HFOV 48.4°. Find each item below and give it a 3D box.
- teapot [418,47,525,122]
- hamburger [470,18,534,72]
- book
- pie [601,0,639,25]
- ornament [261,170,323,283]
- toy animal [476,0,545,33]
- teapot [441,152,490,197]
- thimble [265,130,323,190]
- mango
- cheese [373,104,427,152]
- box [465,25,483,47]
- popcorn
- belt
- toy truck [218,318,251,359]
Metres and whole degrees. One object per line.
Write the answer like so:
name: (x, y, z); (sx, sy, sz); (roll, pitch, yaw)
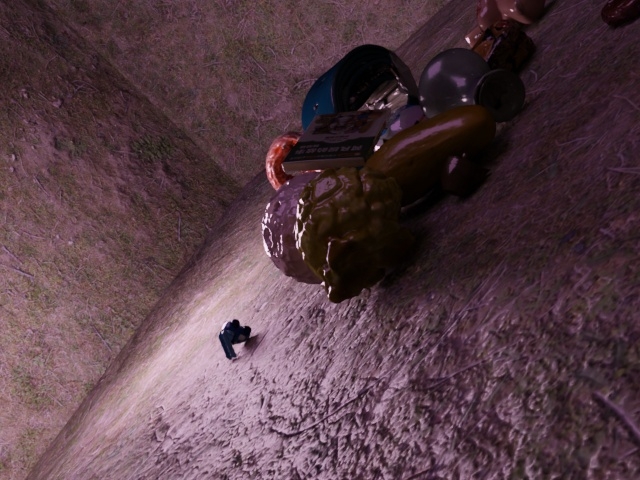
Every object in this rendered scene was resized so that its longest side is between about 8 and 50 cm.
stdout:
teapot: (0.329, -0.323, 1.546); (0.183, 0.183, 0.251); (-47, 23, -1)
hamburger: (0.413, -0.435, 1.741); (0.231, 0.107, 0.231); (-45, 16, 17)
book: (0.044, -0.241, 1.686); (0.202, 0.027, 0.264); (-1, 34, 22)
pie: (0.609, -0.471, 1.377); (0.153, 0.038, 0.153); (-43, 10, 10)
ornament: (-0.012, -0.034, 1.594); (0.259, 0.225, 0.259); (-43, 14, 13)
toy animal: (0.510, -0.643, 1.948); (0.171, 0.171, 0.198); (-52, 21, -23)
teapot: (0.275, -0.119, 1.359); (0.110, 0.085, 0.080); (34, -104, -75)
thimble: (-0.082, -0.279, 2.575); (0.239, 0.239, 0.162); (-43, 13, 13)
mango: (0.219, -0.174, 1.476); (0.332, 0.142, 0.195); (-29, 2, 28)
cheese: (0.185, -0.214, 1.734); (0.329, 0.129, 0.217); (-50, 12, -15)
box: (0.505, -0.651, 2.221); (0.115, 0.048, 0.025); (-33, 12, 45)
popcorn: (0.059, -0.009, 1.356); (0.237, 0.206, 0.251); (-10, 76, 31)
belt: (0.126, -0.369, 2.009); (0.173, 0.300, 0.436); (-29, 18, 47)
toy truck: (-0.217, 0.246, 1.762); (0.056, 0.073, 0.090); (-30, 34, 51)
